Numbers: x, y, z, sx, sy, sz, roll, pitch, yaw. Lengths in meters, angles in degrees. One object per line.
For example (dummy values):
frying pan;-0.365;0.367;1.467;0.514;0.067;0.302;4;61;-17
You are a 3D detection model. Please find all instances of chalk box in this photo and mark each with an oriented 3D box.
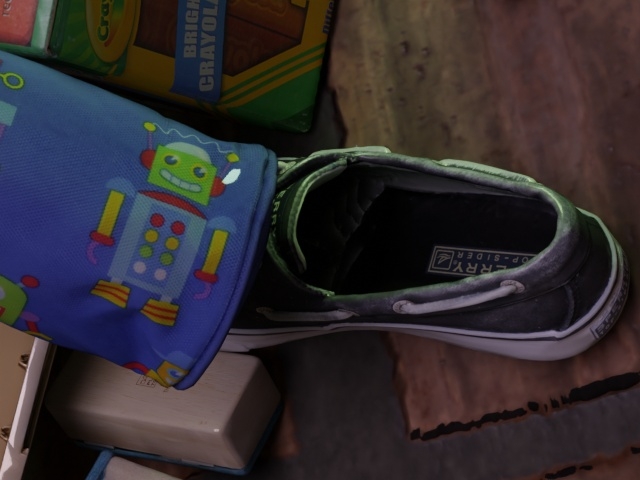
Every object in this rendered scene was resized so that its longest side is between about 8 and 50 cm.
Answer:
chalk box;-0.135;-0.172;0.919;0.179;0.289;0.180;12;91;32

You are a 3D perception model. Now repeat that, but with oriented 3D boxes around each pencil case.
pencil case;-0.176;-0.030;0.825;0.133;0.306;0.119;121;165;-54

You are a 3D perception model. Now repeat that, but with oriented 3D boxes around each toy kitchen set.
toy kitchen set;-0.097;0.186;0.994;0.122;0.166;0.207;7;52;31

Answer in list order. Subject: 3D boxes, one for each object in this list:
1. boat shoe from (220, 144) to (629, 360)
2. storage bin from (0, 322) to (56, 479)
boat shoe;0.000;0.000;0.915;0.301;0.102;0.108;7;71;31
storage bin;-0.264;0.033;0.925;0.260;0.123;0.262;14;80;-7
